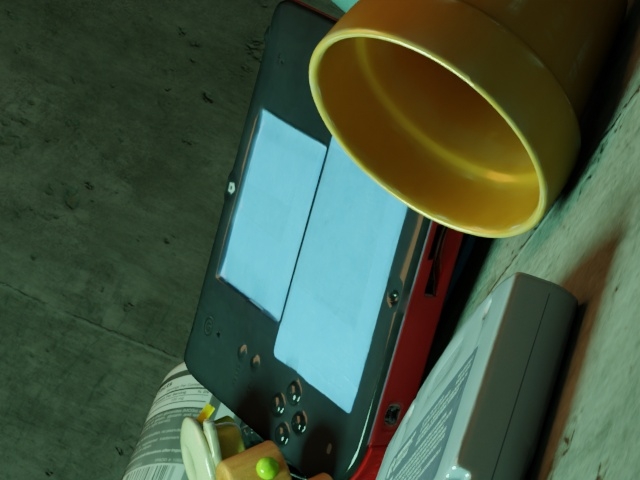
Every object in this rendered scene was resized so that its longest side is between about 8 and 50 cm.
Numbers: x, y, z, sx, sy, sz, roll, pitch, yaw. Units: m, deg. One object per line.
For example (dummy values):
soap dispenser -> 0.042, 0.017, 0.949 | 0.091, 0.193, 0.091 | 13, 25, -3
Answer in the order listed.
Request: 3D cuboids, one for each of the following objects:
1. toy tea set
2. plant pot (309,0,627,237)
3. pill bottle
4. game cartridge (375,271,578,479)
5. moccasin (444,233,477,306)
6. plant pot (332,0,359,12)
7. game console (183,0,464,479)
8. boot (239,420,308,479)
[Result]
toy tea set -> -0.015, 0.253, 1.742 | 0.336, 0.124, 0.200 | -160, 58, -69
plant pot -> 0.127, -0.138, 1.483 | 0.188, 0.205, 0.205 | -51, -4, -26
pill bottle -> -0.130, 0.278, 2.546 | 0.210, 0.210, 0.363 | 116, 176, -48
game cartridge -> 0.084, 0.147, 1.303 | 0.294, 0.060, 0.196 | 118, 170, -59
moccasin -> 0.084, -0.019, 1.849 | 0.138, 0.117, 0.342 | -114, 46, -86
plant pot -> 0.118, -0.327, 2.201 | 0.271, 0.255, 0.272 | -157, 90, -86
game console -> 0.000, 0.000, 1.816 | 0.342, 0.060, 0.386 | 31, 110, 50
boot -> -0.043, 0.135, 2.199 | 0.094, 0.246, 0.207 | -12, 39, 32
